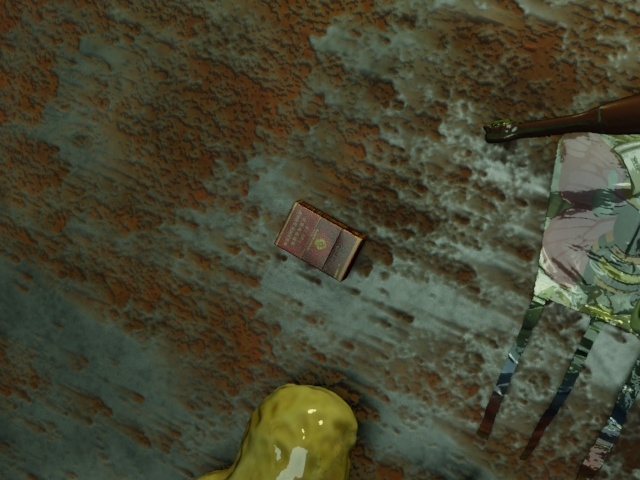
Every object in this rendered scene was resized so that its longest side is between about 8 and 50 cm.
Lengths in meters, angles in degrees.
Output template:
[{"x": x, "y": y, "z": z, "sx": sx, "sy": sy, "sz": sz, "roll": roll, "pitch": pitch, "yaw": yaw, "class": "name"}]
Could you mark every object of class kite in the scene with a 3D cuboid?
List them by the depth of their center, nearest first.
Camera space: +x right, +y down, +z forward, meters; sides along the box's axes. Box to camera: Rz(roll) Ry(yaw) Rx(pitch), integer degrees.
[{"x": 0.276, "y": 0.063, "z": 1.076, "sx": 0.204, "sy": 0.022, "sz": 0.361, "roll": 23, "pitch": 103, "yaw": 13, "class": "kite"}]

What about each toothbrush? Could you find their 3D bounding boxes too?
[{"x": 0.302, "y": -0.114, "z": 0.975, "sx": 0.363, "sy": 0.041, "sz": 0.041, "roll": -5, "pitch": 97, "yaw": 40, "class": "toothbrush"}]

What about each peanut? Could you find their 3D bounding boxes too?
[{"x": -0.065, "y": 0.278, "z": 1.155, "sx": 0.147, "sy": 0.147, "sz": 0.305, "roll": 43, "pitch": 107, "yaw": 7, "class": "peanut"}]

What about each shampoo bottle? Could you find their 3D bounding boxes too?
[{"x": 0.341, "y": -0.090, "z": 1.021, "sx": 0.141, "sy": 0.034, "sz": 0.049, "roll": -23, "pitch": 82, "yaw": 13, "class": "shampoo bottle"}]

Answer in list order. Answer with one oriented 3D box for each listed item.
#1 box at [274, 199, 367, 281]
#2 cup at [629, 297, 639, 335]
[{"x": 0.000, "y": 0.000, "z": 1.150, "sx": 0.082, "sy": 0.023, "sz": 0.052, "roll": 30, "pitch": 107, "yaw": 11, "class": "box"}, {"x": 0.475, "y": 0.072, "z": 0.917, "sx": 0.311, "sy": 0.331, "sz": 0.257, "roll": 46, "pitch": 149, "yaw": 3, "class": "cup"}]
